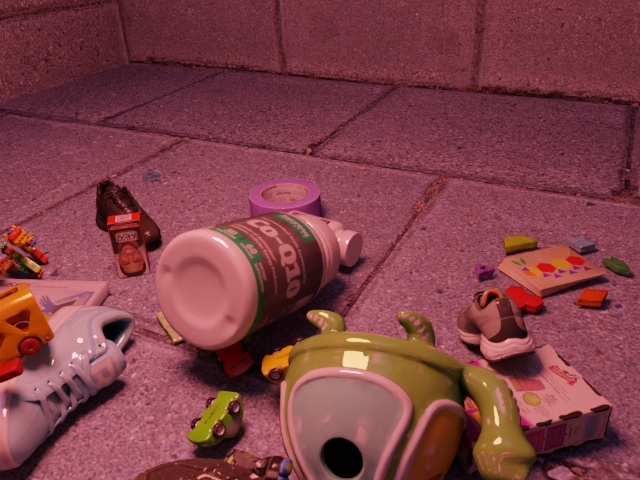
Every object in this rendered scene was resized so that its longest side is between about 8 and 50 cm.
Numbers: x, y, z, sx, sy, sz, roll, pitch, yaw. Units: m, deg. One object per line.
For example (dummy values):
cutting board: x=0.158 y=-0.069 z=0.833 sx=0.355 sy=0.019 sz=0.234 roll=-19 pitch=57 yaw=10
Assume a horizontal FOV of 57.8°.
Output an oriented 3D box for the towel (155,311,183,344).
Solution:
towel: x=-0.246 y=0.150 z=1.180 sx=0.152 sy=0.023 sz=0.113 roll=-19 pitch=33 yaw=-27

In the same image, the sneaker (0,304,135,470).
sneaker: x=-0.411 y=0.214 z=0.961 sx=0.150 sy=0.135 sz=0.366 roll=-5 pitch=29 yaw=4

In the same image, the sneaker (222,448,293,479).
sneaker: x=-0.092 y=0.307 z=0.744 sx=0.078 sy=0.188 sz=0.067 roll=27 pitch=60 yaw=-16

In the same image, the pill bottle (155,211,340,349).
pill bottle: x=-0.114 y=0.055 z=1.090 sx=0.204 sy=0.204 sz=0.361 roll=13 pitch=15 yaw=25

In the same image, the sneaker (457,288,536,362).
sneaker: x=0.301 y=0.134 z=1.016 sx=0.100 sy=0.108 sz=0.271 roll=-11 pitch=-1 yaw=1

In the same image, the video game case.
video game case: x=-0.626 y=0.176 z=1.146 sx=0.299 sy=0.036 sz=0.329 roll=1 pitch=29 yaw=6

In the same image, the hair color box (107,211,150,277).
hair color box: x=-0.434 y=0.012 z=1.319 sx=0.072 sy=0.141 sz=0.043 roll=-9 pitch=30 yaw=-12

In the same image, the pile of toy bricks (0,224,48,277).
pile of toy bricks: x=-0.669 y=0.046 z=1.308 sx=0.118 sy=0.105 sz=0.212 roll=-58 pitch=13 yaw=-23

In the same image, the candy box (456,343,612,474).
candy box: x=0.297 y=0.255 z=0.902 sx=0.233 sy=0.071 sz=0.159 roll=-10 pitch=28 yaw=-12

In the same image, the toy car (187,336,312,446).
toy car: x=-0.129 y=0.247 z=0.942 sx=0.239 sy=0.053 sz=0.225 roll=-6 pitch=34 yaw=39

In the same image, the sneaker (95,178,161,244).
sneaker: x=-0.507 y=-0.070 z=1.485 sx=0.109 sy=0.130 sz=0.286 roll=-25 pitch=38 yaw=-38

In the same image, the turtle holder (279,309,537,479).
turtle holder: x=0.097 y=0.249 z=0.788 sx=0.320 sy=0.243 sz=0.227 roll=15 pitch=58 yaw=0

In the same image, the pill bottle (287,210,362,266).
pill bottle: x=0.000 y=0.000 z=1.344 sx=0.180 sy=0.108 sz=0.108 roll=16 pitch=34 yaw=29

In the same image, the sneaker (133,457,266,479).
sneaker: x=-0.067 y=0.372 z=0.504 sx=0.158 sy=0.182 sz=0.410 roll=-1 pitch=30 yaw=-43

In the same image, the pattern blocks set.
pattern blocks set: x=0.502 y=0.065 z=1.273 sx=0.324 sy=0.026 sz=0.285 roll=-7 pitch=30 yaw=-9

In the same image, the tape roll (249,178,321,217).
tape roll: x=-0.093 y=-0.092 z=1.544 sx=0.189 sy=0.080 sz=0.189 roll=-1 pitch=29 yaw=1

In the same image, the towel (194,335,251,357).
towel: x=-0.206 y=0.155 z=1.133 sx=0.110 sy=0.027 sz=0.148 roll=-14 pitch=48 yaw=-20

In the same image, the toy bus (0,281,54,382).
toy bus: x=-0.514 y=0.141 z=0.874 sx=0.190 sy=0.104 sz=0.202 roll=-12 pitch=21 yaw=15
